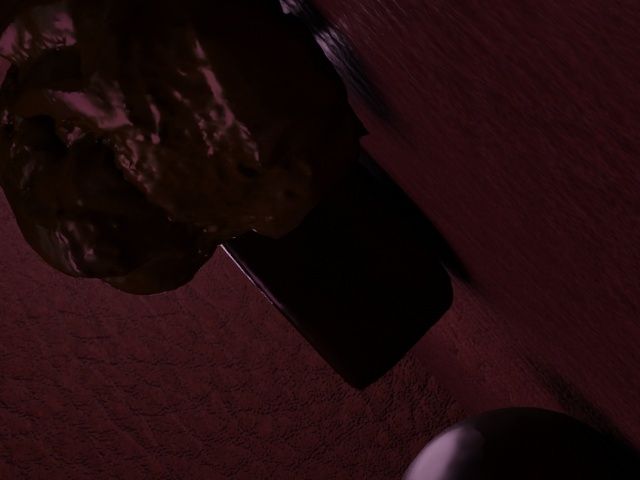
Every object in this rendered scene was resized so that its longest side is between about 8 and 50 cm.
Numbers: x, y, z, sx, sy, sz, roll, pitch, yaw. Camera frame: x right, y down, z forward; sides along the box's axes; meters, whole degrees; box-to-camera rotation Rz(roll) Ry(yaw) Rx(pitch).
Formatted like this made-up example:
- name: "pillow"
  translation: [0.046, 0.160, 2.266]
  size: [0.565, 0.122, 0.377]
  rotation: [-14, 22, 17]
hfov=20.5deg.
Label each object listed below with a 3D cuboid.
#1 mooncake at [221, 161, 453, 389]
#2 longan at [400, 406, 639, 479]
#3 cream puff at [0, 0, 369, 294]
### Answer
- name: "mooncake"
  translation: [0.000, 0.000, 1.728]
  size: [0.284, 0.155, 0.284]
  rotation: [46, 178, 2]
- name: "longan"
  translation: [0.206, 0.306, 1.761]
  size: [0.297, 0.297, 0.297]
  rotation: [46, 176, 4]
- name: "cream puff"
  translation: [-0.143, -0.113, 1.354]
  size: [0.323, 0.270, 0.274]
  rotation: [42, 169, 43]
